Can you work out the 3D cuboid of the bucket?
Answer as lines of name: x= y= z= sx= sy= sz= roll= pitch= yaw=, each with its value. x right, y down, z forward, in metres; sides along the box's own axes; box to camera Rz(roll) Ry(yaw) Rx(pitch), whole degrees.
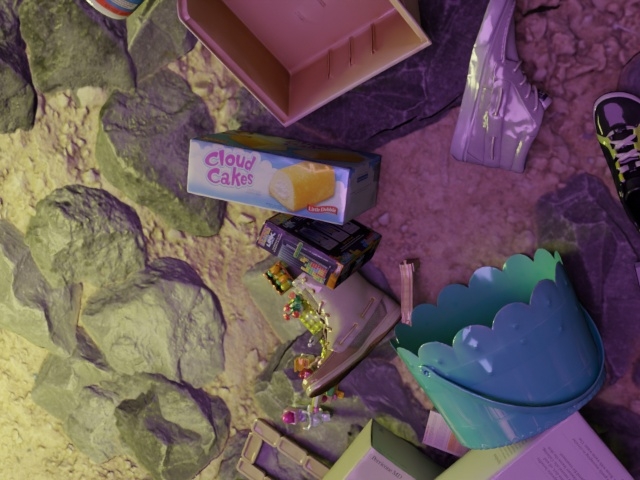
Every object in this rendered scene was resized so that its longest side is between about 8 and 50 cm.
bucket: x=0.260 y=0.155 z=1.405 sx=0.281 sy=0.281 sz=0.183 roll=-26 pitch=98 yaw=26

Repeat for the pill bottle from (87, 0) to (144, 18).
pill bottle: x=-0.279 y=-0.462 z=1.540 sx=0.221 sy=0.124 sz=0.124 roll=-37 pitch=88 yaw=27

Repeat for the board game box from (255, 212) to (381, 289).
board game box: x=0.000 y=0.000 z=1.520 sx=0.141 sy=0.170 sz=0.048 roll=29 pitch=114 yaw=14

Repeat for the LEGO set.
LEGO set: x=-0.027 y=0.178 z=1.613 sx=0.132 sy=0.107 sz=0.287 roll=-5 pitch=102 yaw=24

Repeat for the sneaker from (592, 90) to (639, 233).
sneaker: x=0.442 y=-0.095 z=1.350 sx=0.084 sy=0.097 sz=0.235 roll=-23 pitch=94 yaw=26

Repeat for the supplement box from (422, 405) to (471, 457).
supplement box: x=0.220 y=0.310 z=1.584 sx=0.098 sy=0.036 sz=0.062 roll=19 pitch=110 yaw=17

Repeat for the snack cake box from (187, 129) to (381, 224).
snack cake box: x=-0.055 y=-0.104 z=1.526 sx=0.264 sy=0.152 sz=0.089 roll=12 pitch=108 yaw=19

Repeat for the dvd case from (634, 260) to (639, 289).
dvd case: x=0.542 y=0.118 z=1.336 sx=0.179 sy=0.029 sz=0.239 roll=-18 pitch=62 yaw=26

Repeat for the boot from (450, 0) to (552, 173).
boot: x=0.273 y=-0.223 z=1.401 sx=0.123 sy=0.095 sz=0.258 roll=16 pitch=118 yaw=12

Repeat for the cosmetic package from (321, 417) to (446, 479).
cosmetic package: x=0.054 y=0.466 z=1.609 sx=0.160 sy=0.113 sz=0.309 roll=35 pitch=105 yaw=-4

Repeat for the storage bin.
storage bin: x=-0.025 y=-0.338 z=1.399 sx=0.262 sy=0.123 sz=0.260 roll=-26 pitch=131 yaw=27

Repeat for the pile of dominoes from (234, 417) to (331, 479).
pile of dominoes: x=-0.040 y=0.453 z=1.744 sx=0.251 sy=0.040 sz=0.196 roll=32 pitch=114 yaw=21

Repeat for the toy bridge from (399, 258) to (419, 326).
toy bridge: x=0.147 y=0.121 z=1.550 sx=0.026 sy=0.063 sz=0.188 roll=-6 pitch=102 yaw=24

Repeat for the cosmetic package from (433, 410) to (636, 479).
cosmetic package: x=0.275 y=0.410 z=1.447 sx=0.365 sy=0.155 sz=0.197 roll=-39 pitch=95 yaw=5

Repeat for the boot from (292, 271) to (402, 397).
boot: x=0.009 y=0.128 z=1.550 sx=0.165 sy=0.213 sz=0.077 roll=44 pitch=157 yaw=8
